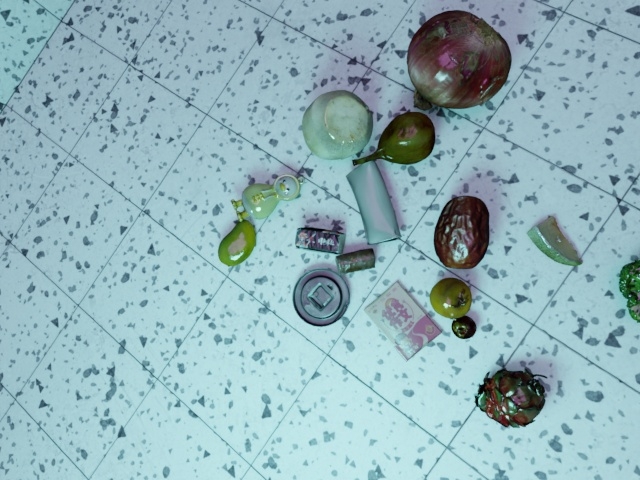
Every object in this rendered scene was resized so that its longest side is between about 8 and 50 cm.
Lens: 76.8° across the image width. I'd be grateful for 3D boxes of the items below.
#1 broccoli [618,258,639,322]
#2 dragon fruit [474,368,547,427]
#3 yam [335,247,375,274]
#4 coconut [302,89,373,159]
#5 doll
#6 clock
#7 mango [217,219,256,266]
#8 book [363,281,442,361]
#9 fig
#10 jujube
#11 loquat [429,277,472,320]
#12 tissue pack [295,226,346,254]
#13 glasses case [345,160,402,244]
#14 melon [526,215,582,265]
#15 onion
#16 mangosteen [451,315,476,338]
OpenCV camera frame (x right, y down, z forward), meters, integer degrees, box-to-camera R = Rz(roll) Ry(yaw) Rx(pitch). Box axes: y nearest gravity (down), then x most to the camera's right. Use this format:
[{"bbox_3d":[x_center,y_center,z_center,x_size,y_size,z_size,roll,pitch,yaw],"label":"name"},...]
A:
[{"bbox_3d":[1.028,0.154,1.131,0.298,0.297,0.297,11,113,25],"label":"broccoli"},{"bbox_3d":[0.591,0.485,1.247,0.189,0.183,0.182,-25,73,51],"label":"dragon fruit"},{"bbox_3d":[0.127,0.076,1.450,0.142,0.079,0.079,-11,80,0],"label":"yam"},{"bbox_3d":[0.060,-0.412,1.471,0.245,0.247,0.244,-1,93,-15],"label":"coconut"},{"bbox_3d":[-0.197,-0.174,1.551,0.297,0.117,0.141,-28,80,9],"label":"doll"},{"bbox_3d":[0.004,0.209,1.489,0.215,0.042,0.214,-2,82,14],"label":"clock"},{"bbox_3d":[-0.320,0.015,1.571,0.122,0.085,0.191,40,94,18],"label":"mango"},{"bbox_3d":[0.287,0.284,1.421,0.162,0.022,0.231,-41,76,5],"label":"book"},{"bbox_3d":[0.251,-0.355,1.419,0.291,0.190,0.190,-3,81,1],"label":"fig"},{"bbox_3d":[0.466,-0.024,1.338,0.184,0.183,0.242,5,83,14],"label":"jujube"},{"bbox_3d":[0.431,0.193,1.342,0.141,0.141,0.140,-2,82,13],"label":"loquat"},{"bbox_3d":[-0.001,0.000,1.489,0.171,0.103,0.090,7,91,15],"label":"tissue pack"},{"bbox_3d":[0.194,-0.130,1.471,0.129,0.083,0.307,-19,78,16],"label":"glasses case"},{"bbox_3d":[0.779,0.016,1.335,0.098,0.054,0.182,-26,77,-7],"label":"melon"},{"bbox_3d":[0.463,-0.597,1.354,0.354,0.354,0.353,-2,82,13],"label":"onion"},{"bbox_3d":[0.479,0.290,1.346,0.081,0.081,0.080,-2,82,13],"label":"mangosteen"}]
